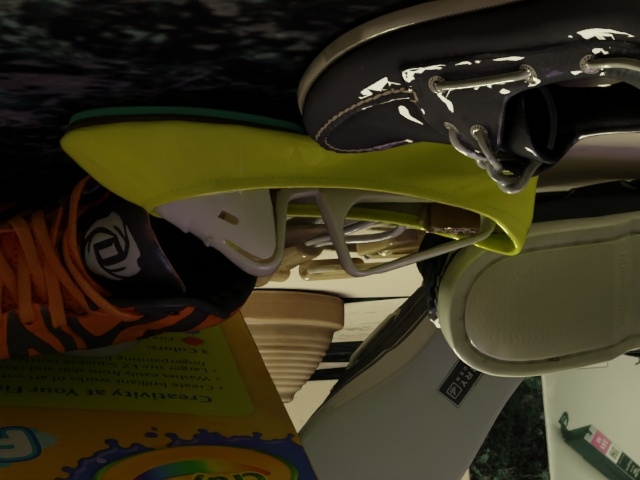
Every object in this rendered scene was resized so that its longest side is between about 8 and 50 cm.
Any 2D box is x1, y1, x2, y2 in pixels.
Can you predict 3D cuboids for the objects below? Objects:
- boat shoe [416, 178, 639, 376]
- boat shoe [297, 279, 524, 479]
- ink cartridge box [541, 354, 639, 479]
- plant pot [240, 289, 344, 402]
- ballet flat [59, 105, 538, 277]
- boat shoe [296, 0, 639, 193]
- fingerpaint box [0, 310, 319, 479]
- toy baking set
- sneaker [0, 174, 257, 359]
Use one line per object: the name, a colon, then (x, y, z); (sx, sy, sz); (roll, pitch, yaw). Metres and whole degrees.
boat shoe: (0.219, 0.017, 0.724); (0.339, 0.127, 0.113); (-8, -159, -15)
boat shoe: (0.064, 0.106, 0.816); (0.108, 0.301, 0.102); (41, 169, -11)
ink cartridge box: (0.358, 0.184, 1.200); (0.238, 0.275, 0.060); (-5, 169, 9)
plant pot: (-0.091, 0.122, 1.214); (0.237, 0.110, 0.237); (-2, 171, 0)
ballet flat: (-0.004, -0.021, 0.532); (0.230, 0.077, 0.077); (0, 170, -12)
boat shoe: (0.067, -0.052, 0.413); (0.075, 0.065, 0.206); (7, 166, -44)
fingerpaint box: (-0.252, 0.150, 0.696); (0.444, 0.163, 0.371); (4, -165, -15)
toy baking set: (-0.005, 0.002, 0.806); (0.196, 0.030, 0.256); (-14, 169, 29)
sneaker: (-0.168, 0.007, 0.594); (0.321, 0.125, 0.180); (-8, 172, -45)
